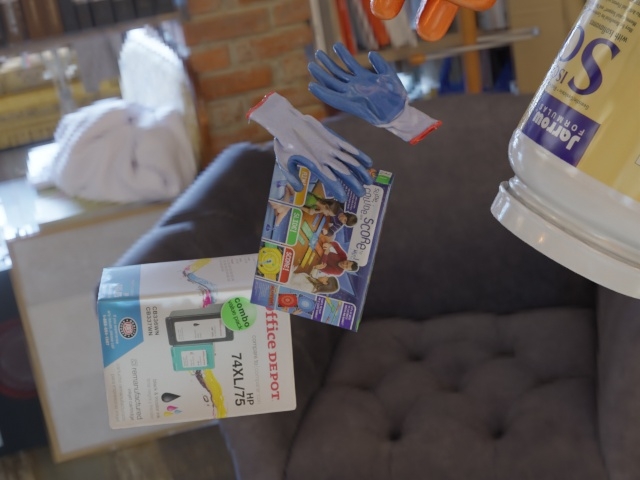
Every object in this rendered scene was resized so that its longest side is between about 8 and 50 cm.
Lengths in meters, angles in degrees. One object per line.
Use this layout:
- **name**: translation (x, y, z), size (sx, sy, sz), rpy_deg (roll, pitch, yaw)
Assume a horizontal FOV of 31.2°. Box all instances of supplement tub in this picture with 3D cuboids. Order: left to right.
- **supplement tub**: translation (0.350, -0.129, 1.224), size (0.241, 0.331, 0.241), rpy_deg (26, 15, -7)

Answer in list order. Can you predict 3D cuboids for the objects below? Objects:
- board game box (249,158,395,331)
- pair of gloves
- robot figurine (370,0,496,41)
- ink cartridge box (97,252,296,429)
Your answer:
- **board game box**: translation (0.000, 0.000, 1.342), size (0.136, 0.201, 0.035), rpy_deg (15, 28, 5)
- **pair of gloves**: translation (0.021, -0.126, 1.201), size (0.159, 0.023, 0.198), rpy_deg (40, 60, 18)
- **robot figurine**: translation (0.112, -0.275, 0.929), size (0.158, 0.219, 0.128), rpy_deg (39, 22, 32)
- **ink cartridge box**: translation (-0.183, 0.143, 1.707), size (0.270, 0.198, 0.197), rpy_deg (-6, 13, -7)
